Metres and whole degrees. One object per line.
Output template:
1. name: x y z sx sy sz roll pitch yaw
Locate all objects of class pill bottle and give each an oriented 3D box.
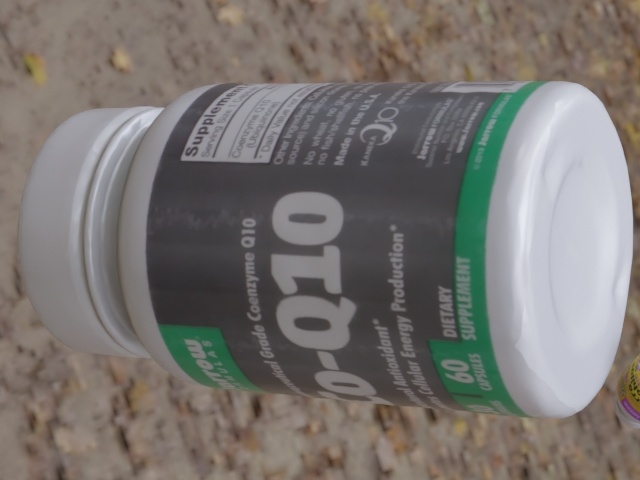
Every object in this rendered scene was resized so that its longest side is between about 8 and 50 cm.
1. pill bottle: 0.000 0.000 1.056 0.204 0.361 0.204 -6 97 -60
2. pill bottle: 0.214 0.091 1.040 0.083 0.043 0.043 111 -25 -62
